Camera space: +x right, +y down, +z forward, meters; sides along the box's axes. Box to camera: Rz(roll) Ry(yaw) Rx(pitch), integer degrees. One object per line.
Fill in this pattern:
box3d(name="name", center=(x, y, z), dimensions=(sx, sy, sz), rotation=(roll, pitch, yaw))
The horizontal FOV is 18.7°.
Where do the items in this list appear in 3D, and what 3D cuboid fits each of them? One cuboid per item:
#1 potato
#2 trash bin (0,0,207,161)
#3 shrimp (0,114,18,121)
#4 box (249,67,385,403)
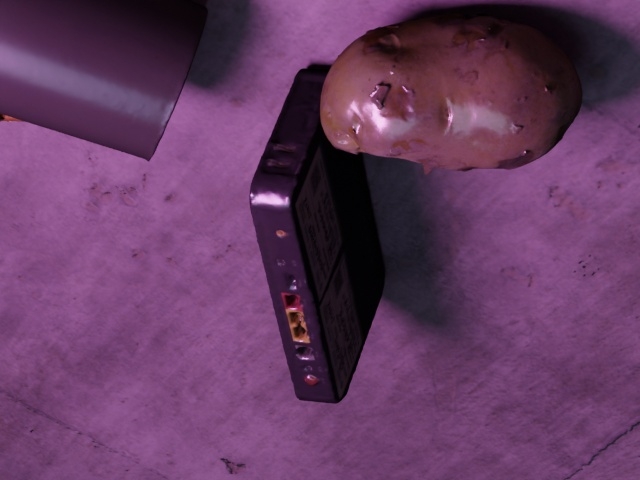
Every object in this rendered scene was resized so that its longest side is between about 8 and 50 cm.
box3d(name="potato", center=(0.129, -0.146, 1.940), dimensions=(0.262, 0.165, 0.165), rotation=(-4, 136, 8))
box3d(name="trash bin", center=(-0.300, -0.218, 1.992), dimensions=(0.334, 0.214, 0.214), rotation=(21, 140, -8))
box3d(name="shrimp", center=(-0.330, -0.175, 2.170), dimensions=(0.267, 0.061, 0.145), rotation=(-3, 144, 20))
box3d(name="box", center=(0.000, 0.000, 2.115), dimensions=(0.058, 0.211, 0.350), rotation=(7, 137, 18))
